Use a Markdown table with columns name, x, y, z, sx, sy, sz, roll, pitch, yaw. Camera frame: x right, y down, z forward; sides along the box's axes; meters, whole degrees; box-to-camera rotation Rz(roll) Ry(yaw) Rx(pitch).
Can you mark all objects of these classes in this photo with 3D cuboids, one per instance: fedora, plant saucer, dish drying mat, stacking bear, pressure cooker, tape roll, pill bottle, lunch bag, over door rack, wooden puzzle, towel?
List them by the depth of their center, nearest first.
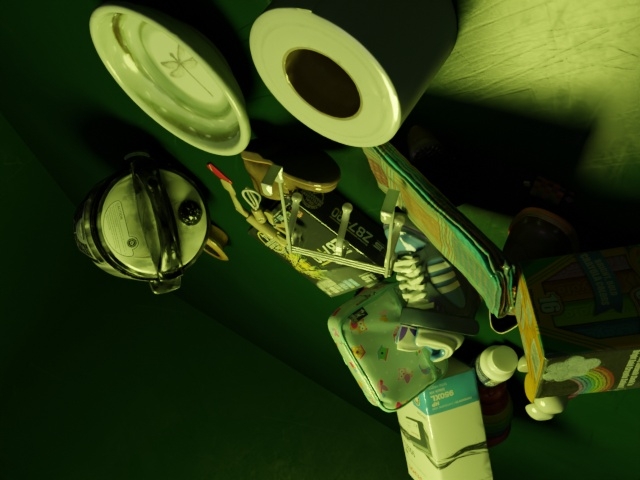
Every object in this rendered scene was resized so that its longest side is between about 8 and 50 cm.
| name | x | y | z | sx | sy | sz | roll | pitch | yaw |
| --- | --- | --- | --- | --- | --- | --- | --- | --- | --- |
| tape roll | 0.045 | -0.275 | 0.873 | 0.246 | 0.169 | 0.246 | 30 | 159 | 13 |
| wooden puzzle | 0.375 | -0.082 | 1.017 | 0.083 | 0.006 | 0.049 | 28 | 158 | 17 |
| towel | 0.199 | -0.034 | 1.090 | 0.370 | 0.040 | 0.271 | 50 | 178 | 27 |
| over door rack | 0.039 | -0.046 | 1.202 | 0.239 | 0.108 | 0.324 | 13 | 158 | 11 |
| plant saucer | -0.292 | -0.351 | 1.303 | 0.400 | 0.101 | 0.400 | 30 | 158 | 13 |
| lunch bag | 0.164 | 0.240 | 1.465 | 0.279 | 0.224 | 0.108 | 62 | 166 | -8 |
| pill bottle | 0.460 | 0.331 | 1.639 | 0.094 | 0.094 | 0.169 | 31 | 159 | 9 |
| dish drying mat | -0.289 | -0.189 | 1.766 | 0.083 | 0.008 | 0.032 | 43 | 156 | -20 |
| stacking bear | 0.488 | 0.477 | 1.833 | 0.164 | 0.175 | 0.289 | 2 | 138 | 16 |
| pressure cooker | -0.545 | -0.060 | 1.929 | 0.370 | 0.376 | 0.420 | 38 | 162 | -24 |
| fedora | -0.387 | -0.006 | 2.200 | 0.194 | 0.079 | 0.194 | 30 | 164 | 10 |

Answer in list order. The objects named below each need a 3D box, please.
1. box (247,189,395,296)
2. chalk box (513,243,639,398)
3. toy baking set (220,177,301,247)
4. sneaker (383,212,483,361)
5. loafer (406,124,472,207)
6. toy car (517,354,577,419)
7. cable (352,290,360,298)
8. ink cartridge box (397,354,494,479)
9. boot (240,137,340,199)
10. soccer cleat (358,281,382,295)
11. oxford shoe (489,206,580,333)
| name | x | y | z | sx | sy | sz | roll | pitch | yaw |
| --- | --- | --- | --- | --- | --- | --- | --- | --- | --- |
| box | 0.000 | 0.000 | 1.620 | 0.318 | 0.097 | 0.395 | 36 | 158 | -11 |
| chalk box | 0.479 | 0.128 | 1.000 | 0.288 | 0.179 | 0.180 | -9 | 144 | 7 |
| toy baking set | -0.139 | -0.063 | 1.509 | 0.256 | 0.030 | 0.197 | 38 | 161 | -5 |
| sneaker | 0.215 | 0.121 | 1.362 | 0.323 | 0.236 | 0.130 | 43 | 157 | -22 |
| loafer | 0.210 | -0.130 | 1.089 | 0.080 | 0.078 | 0.220 | -21 | 145 | 14 |
| toy car | 0.558 | 0.336 | 1.476 | 0.136 | 0.159 | 0.182 | -3 | 153 | 1 |
| cable | 0.149 | 0.219 | 1.834 | 0.150 | 0.047 | 0.184 | 50 | -163 | -6 |
| ink cartridge box | 0.343 | 0.532 | 1.785 | 0.285 | 0.166 | 0.395 | -161 | 58 | -75 |
| boot | -0.061 | -0.140 | 1.355 | 0.305 | 0.112 | 0.115 | 25 | 132 | 46 |
| soccer cleat | 0.237 | 0.245 | 1.755 | 0.318 | 0.116 | 0.108 | 36 | 159 | -3 |
| oxford shoe | 0.384 | 0.071 | 1.150 | 0.130 | 0.133 | 0.364 | 26 | 157 | 23 |
